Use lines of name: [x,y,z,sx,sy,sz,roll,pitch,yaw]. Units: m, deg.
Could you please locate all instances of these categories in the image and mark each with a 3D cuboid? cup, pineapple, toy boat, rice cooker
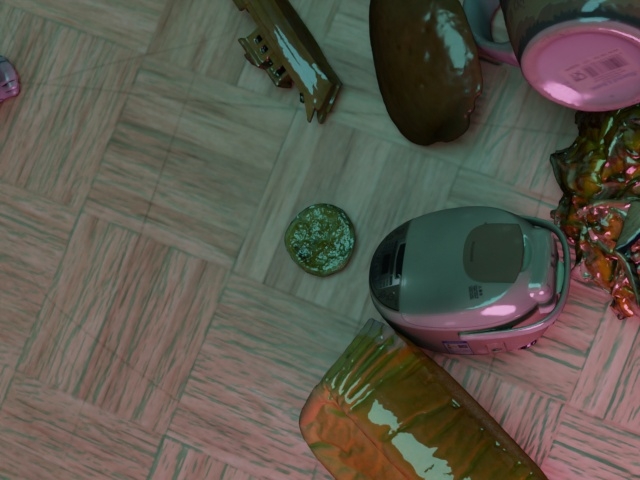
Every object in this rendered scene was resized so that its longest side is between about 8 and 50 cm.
cup: [0.246,-0.257,1.315,0.301,0.227,0.257,-25,43,48]
pineapple: [0.304,-0.065,1.324,0.161,0.158,0.334,10,85,15]
toy boat: [-0.050,-0.221,1.484,0.072,0.064,0.206,-36,75,21]
rice cooker: [0.154,0.044,1.350,0.206,0.127,0.145,0,58,16]

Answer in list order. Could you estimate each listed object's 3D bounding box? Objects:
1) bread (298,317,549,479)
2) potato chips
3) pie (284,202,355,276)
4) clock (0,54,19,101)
bread: [0.111,0.224,1.326,0.288,0.152,0.119,44,56,16]
potato chips: [0.100,-0.198,1.413,0.150,0.049,0.201,-22,84,54]
pie: [0.002,0.000,1.459,0.084,0.021,0.084,-3,77,14]
clock: [-0.455,-0.170,1.544,0.176,0.117,0.080,-27,76,9]
